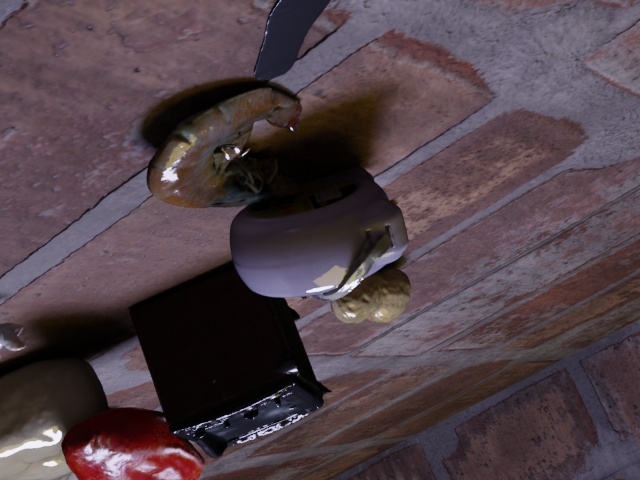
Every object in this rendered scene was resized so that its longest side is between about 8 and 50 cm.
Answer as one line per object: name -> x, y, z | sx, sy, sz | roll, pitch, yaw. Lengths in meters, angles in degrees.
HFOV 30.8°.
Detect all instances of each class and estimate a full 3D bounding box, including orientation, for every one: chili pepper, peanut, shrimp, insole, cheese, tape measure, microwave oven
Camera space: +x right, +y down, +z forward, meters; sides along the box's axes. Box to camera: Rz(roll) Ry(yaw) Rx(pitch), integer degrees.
chili pepper -> -0.231, 0.260, 1.406 | 0.144, 0.136, 0.252 | 7, 158, 8
peanut -> 0.070, 0.078, 1.645 | 0.082, 0.082, 0.187 | -33, 161, 26
shrimp -> -0.065, -0.079, 1.085 | 0.143, 0.052, 0.251 | -43, 164, 17
insole -> -0.022, -0.173, 0.941 | 0.053, 0.002, 0.152 | -16, 161, -22
cheese -> -0.456, 0.289, 1.505 | 0.351, 0.129, 0.328 | -19, 160, -21
tape measure -> -0.004, 0.000, 1.208 | 0.178, 0.105, 0.196 | -14, -162, 0
microwave oven -> -0.107, 0.160, 1.487 | 0.178, 0.188, 0.247 | -25, 162, 3

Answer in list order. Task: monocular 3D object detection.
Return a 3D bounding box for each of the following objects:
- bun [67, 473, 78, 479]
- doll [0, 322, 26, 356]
bun -> -0.368, 0.327, 1.807 | 0.138, 0.094, 0.138 | -52, 165, -21
doll -> -0.371, 0.101, 1.195 | 0.127, 0.073, 0.084 | -16, 129, -16
